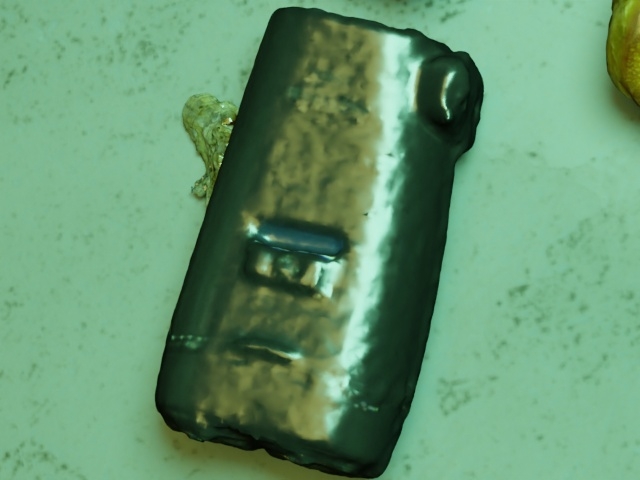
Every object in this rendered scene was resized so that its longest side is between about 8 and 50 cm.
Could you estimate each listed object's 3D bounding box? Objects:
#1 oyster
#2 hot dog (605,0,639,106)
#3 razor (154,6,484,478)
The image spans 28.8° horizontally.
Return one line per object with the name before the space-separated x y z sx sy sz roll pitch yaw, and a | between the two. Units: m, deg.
oyster | -0.089 -0.072 0.973 0.083 0.038 0.081 39 95 14
hot dog | 0.321 -0.230 0.849 0.158 0.117 0.349 27 92 19
razor | 0.001 -0.001 0.903 0.189 0.107 0.327 14 85 16
